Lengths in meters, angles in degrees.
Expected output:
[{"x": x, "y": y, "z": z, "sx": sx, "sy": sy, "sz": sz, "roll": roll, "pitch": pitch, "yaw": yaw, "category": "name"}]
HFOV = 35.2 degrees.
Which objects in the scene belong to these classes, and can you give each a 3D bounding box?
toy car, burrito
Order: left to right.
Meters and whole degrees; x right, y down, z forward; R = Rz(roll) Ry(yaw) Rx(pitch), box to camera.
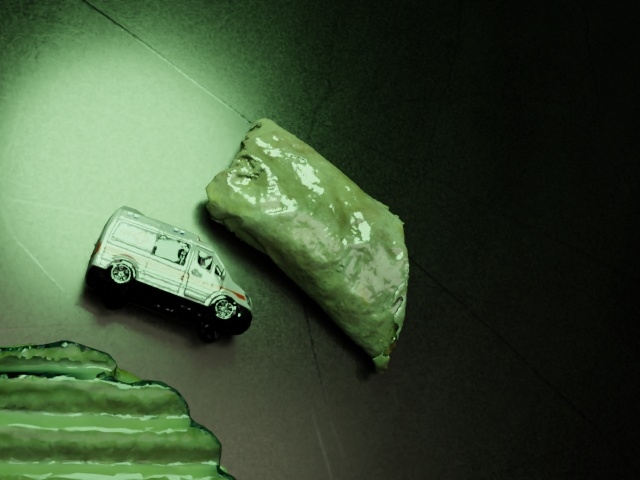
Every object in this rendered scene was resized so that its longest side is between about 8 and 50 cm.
[{"x": -0.175, "y": 0.042, "z": 1.225, "sx": 0.210, "sy": 0.089, "sz": 0.108, "roll": 21, "pitch": 60, "yaw": -8, "category": "toy car"}, {"x": 0.009, "y": -0.008, "z": 1.304, "sx": 0.348, "sy": 0.107, "sz": 0.175, "roll": 43, "pitch": 76, "yaw": 2, "category": "burrito"}]

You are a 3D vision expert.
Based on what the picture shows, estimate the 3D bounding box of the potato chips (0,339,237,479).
[{"x": -0.291, "y": 0.287, "z": 1.110, "sx": 0.429, "sy": 0.070, "sz": 0.358, "roll": 6, "pitch": 72, "yaw": -16, "category": "potato chips"}]
